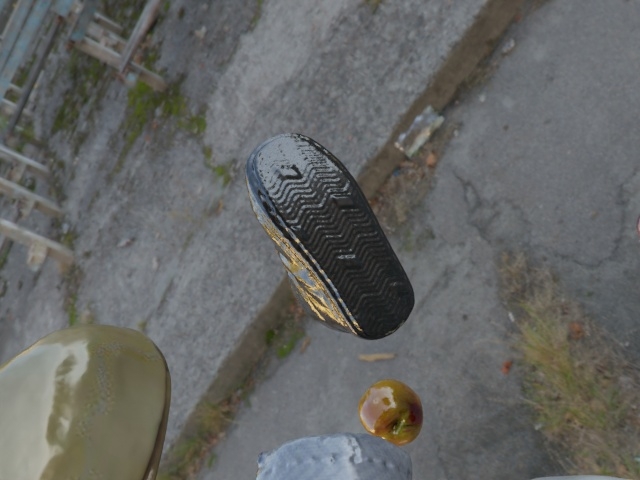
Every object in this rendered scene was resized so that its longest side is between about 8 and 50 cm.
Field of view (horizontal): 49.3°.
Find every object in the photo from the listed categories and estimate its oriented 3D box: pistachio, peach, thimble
[{"bbox_3d":[-0.220,0.190,0.580,0.181,0.162,0.293,-2,41,12],"label":"pistachio"},{"bbox_3d":[0.150,0.358,1.463,0.138,0.138,0.138,-39,38,39],"label":"peach"},{"bbox_3d":[0.021,0.407,1.076,0.217,0.245,0.157,84,-173,-50],"label":"thimble"}]

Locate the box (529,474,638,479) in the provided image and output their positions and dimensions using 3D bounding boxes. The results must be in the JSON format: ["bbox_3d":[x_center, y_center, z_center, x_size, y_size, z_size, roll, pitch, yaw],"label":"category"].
[{"bbox_3d":[0.538,0.506,1.257,0.289,0.348,0.141,133,145,-65],"label":"box"}]

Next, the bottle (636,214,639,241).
[{"bbox_3d":[0.782,-0.017,1.459,0.120,0.120,0.253,-65,28,1],"label":"bottle"}]

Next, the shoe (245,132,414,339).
[{"bbox_3d":[0.000,0.000,1.225,0.171,0.384,0.237,-37,5,-15],"label":"shoe"}]
